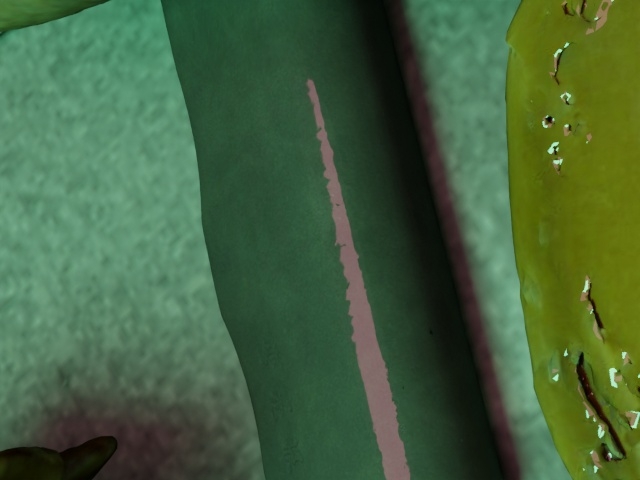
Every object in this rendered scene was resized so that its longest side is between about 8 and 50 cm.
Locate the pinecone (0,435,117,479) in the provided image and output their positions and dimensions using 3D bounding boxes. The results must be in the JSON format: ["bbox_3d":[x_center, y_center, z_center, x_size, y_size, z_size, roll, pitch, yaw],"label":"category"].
[{"bbox_3d":[-0.125,0.164,0.538,0.229,0.202,0.201,-33,54,24],"label":"pinecone"}]

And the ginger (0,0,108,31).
[{"bbox_3d":[0.003,-0.143,0.517,0.354,0.126,0.190,-17,50,22],"label":"ginger"}]

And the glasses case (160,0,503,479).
[{"bbox_3d":[-0.001,-0.001,0.579,0.072,0.042,0.191,-22,74,34],"label":"glasses case"}]

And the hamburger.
[{"bbox_3d":[0.147,-0.012,0.461,0.213,0.108,0.214,-3,85,35],"label":"hamburger"}]
